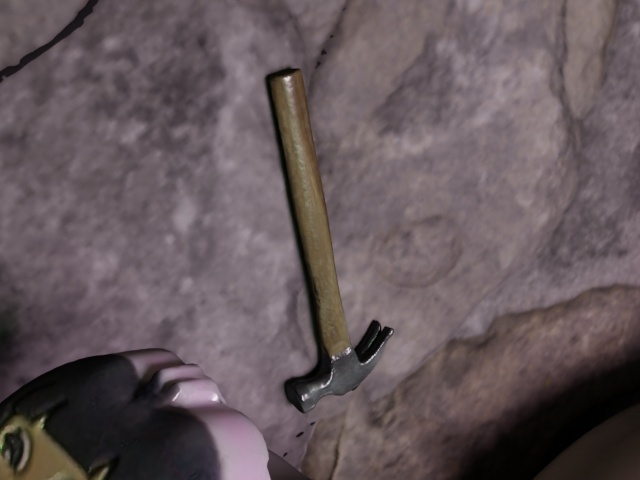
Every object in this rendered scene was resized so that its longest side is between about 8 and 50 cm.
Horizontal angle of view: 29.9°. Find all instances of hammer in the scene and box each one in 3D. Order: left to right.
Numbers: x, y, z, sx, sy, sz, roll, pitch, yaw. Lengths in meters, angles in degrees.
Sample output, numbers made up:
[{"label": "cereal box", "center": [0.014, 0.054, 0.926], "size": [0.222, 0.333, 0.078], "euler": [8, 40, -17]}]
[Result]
[{"label": "hammer", "center": [0.000, 0.000, 0.603], "size": [0.062, 0.017, 0.182], "euler": [-23, 120, -25]}]

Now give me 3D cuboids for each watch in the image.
[{"label": "watch", "center": [-0.057, 0.170, 0.534], "size": [0.231, 0.196, 0.244], "euler": [17, 96, -45]}]

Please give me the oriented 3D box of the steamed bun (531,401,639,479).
[{"label": "steamed bun", "center": [0.263, 0.234, 0.686], "size": [0.374, 0.334, 0.333], "euler": [-22, 120, -25]}]
